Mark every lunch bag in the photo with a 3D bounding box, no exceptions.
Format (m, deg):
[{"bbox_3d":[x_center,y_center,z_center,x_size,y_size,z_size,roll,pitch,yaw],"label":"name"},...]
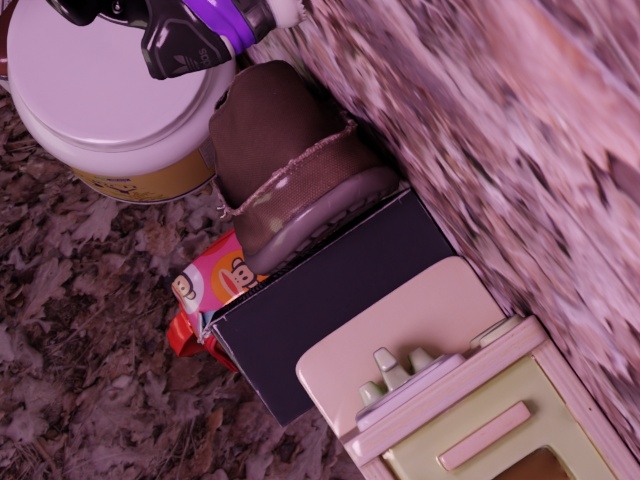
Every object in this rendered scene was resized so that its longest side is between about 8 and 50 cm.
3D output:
[{"bbox_3d":[-0.068,0.056,1.542,0.120,0.258,0.293,55,177,13],"label":"lunch bag"}]

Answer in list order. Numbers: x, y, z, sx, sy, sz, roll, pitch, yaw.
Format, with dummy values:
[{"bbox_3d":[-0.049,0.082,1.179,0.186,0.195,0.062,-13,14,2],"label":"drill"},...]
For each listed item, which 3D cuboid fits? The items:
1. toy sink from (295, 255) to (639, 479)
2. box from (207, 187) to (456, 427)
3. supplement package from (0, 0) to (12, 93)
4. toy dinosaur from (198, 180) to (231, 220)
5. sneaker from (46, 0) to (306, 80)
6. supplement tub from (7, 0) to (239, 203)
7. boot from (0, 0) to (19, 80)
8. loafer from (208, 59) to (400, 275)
[{"bbox_3d":[0.104,0.136,0.877,0.234,0.153,0.131,56,176,5],"label":"toy sink"},{"bbox_3d":[0.010,0.052,1.082,0.103,0.184,0.261,53,177,-1],"label":"box"},{"bbox_3d":[-0.355,-0.324,1.783,0.204,0.145,0.261,48,-145,-58],"label":"supplement package"},{"bbox_3d":[-0.153,-0.122,2.219,0.296,0.127,0.200,44,-175,-7],"label":"toy dinosaur"},{"bbox_3d":[-0.147,-0.230,0.897,0.293,0.146,0.102,54,176,20],"label":"sneaker"},{"bbox_3d":[-0.210,-0.176,1.449,0.241,0.241,0.331,55,177,5],"label":"supplement tub"},{"bbox_3d":[-0.321,-0.323,1.474,0.096,0.264,0.280,50,177,15],"label":"boot"},{"bbox_3d":[-0.042,-0.071,1.049,0.130,0.134,0.366,56,176,-13],"label":"loafer"}]
